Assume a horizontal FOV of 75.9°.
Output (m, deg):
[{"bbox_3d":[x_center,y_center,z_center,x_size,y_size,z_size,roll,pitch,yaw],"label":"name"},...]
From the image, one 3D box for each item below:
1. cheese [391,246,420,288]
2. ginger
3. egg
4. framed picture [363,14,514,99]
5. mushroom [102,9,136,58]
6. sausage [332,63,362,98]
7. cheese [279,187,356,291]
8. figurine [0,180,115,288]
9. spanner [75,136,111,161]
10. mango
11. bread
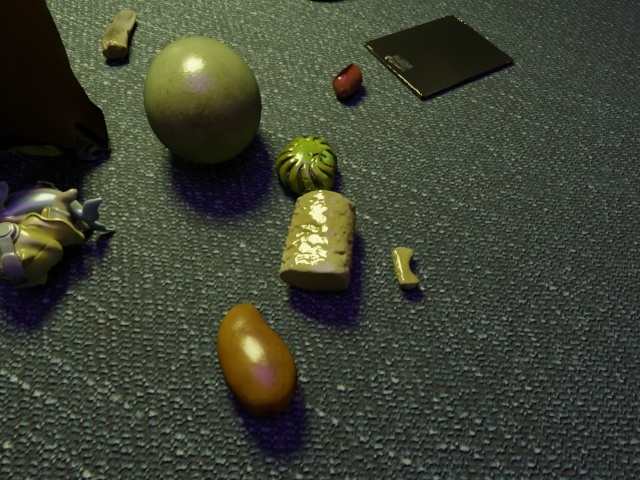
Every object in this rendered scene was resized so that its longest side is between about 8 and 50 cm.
[{"bbox_3d":[0.156,0.050,0.743,0.044,0.030,0.083,-7,53,-2],"label":"cheese"},{"bbox_3d":[-0.585,-0.280,0.704,0.211,0.359,0.414,-17,27,13],"label":"ginger"},{"bbox_3d":[-0.229,-0.283,0.808,0.218,0.219,0.296,-9,46,-11],"label":"egg"},{"bbox_3d":[0.323,-0.512,1.120,0.338,0.014,0.255,-27,64,-21],"label":"framed picture"},{"bbox_3d":[-0.503,-0.522,1.031,0.059,0.054,0.202,0,53,-12],"label":"mushroom"},{"bbox_3d":[0.066,-0.382,0.988,0.054,0.059,0.094,52,58,-25],"label":"sausage"},{"bbox_3d":[0.000,0.000,0.723,0.123,0.094,0.167,10,58,-1],"label":"cheese"},{"bbox_3d":[-0.459,-0.016,0.675,0.208,0.128,0.184,-12,62,-18],"label":"figurine"},{"bbox_3d":[-0.549,-0.266,0.883,0.071,0.018,0.302,-37,69,-24],"label":"spanner"},{"bbox_3d":[-0.101,0.171,0.615,0.102,0.085,0.184,-22,57,-18],"label":"mango"},{"bbox_3d":[-0.025,-0.156,0.833,0.129,0.071,0.139,23,59,14],"label":"bread"}]
